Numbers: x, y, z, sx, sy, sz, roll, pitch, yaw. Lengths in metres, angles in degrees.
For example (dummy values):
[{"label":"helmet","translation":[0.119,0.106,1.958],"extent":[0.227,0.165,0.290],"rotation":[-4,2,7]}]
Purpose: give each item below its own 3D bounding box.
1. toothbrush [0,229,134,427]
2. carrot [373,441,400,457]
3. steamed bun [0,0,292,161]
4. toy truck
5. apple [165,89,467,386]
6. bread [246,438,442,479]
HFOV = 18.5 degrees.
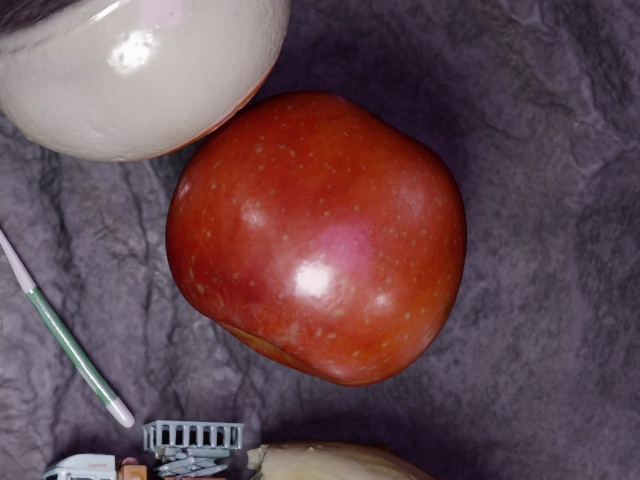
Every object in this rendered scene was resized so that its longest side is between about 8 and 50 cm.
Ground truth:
[{"label":"toothbrush","translation":[-0.240,0.059,1.705],"extent":[0.024,0.018,0.257],"rotation":[-38,98,-16]},{"label":"carrot","translation":[0.094,0.241,1.791],"extent":[0.139,0.048,0.048],"rotation":[40,74,-14]},{"label":"steamed bun","translation":[-0.140,-0.172,1.631],"extent":[0.283,0.283,0.177],"rotation":[-44,115,-18]},{"label":"toy truck","translation":[-0.154,0.214,1.689],"extent":[0.178,0.080,0.115],"rotation":[3,79,-20]},{"label":"apple","translation":[0.000,0.000,1.667],"extent":[0.260,0.260,0.216],"rotation":[33,79,-14]},{"label":"bread","translation":[0.069,0.293,1.681],"extent":[0.314,0.192,0.171],"rotation":[66,25,1]}]
